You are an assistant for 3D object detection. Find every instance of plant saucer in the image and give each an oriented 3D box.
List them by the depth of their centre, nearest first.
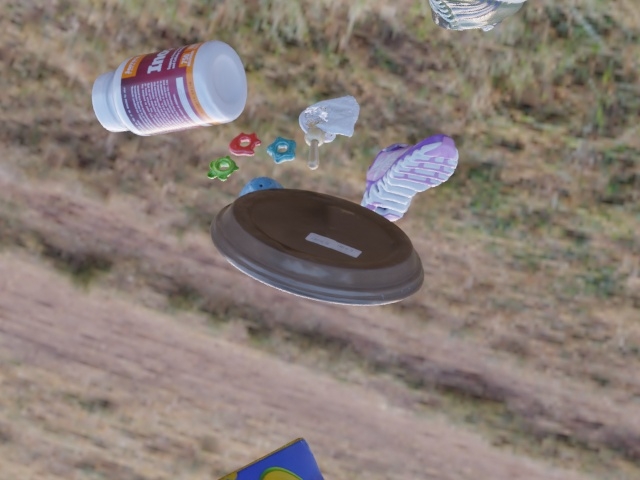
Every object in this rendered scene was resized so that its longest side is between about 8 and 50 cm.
[{"bbox_3d":[0.000,0.000,1.729,0.278,0.278,0.041,15,113,0],"label":"plant saucer"}]

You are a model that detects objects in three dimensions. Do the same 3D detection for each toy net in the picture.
[{"bbox_3d":[-0.043,-0.127,1.913,0.122,0.232,0.045,36,155,25],"label":"toy net"}]

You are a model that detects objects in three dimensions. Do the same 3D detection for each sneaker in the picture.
[{"bbox_3d":[0.144,-0.256,1.461,0.192,0.064,0.086,-3,149,-44],"label":"sneaker"},{"bbox_3d":[0.142,-0.126,2.313,0.095,0.105,0.236,16,147,-26],"label":"sneaker"}]

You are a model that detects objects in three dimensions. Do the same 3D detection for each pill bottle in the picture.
[{"bbox_3d":[-0.160,-0.155,1.433,0.152,0.086,0.086,-7,145,30],"label":"pill bottle"}]

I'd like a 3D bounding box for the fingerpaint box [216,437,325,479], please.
[{"bbox_3d":[-0.074,0.445,1.141,0.163,0.371,0.445,-38,78,44],"label":"fingerpaint box"}]
